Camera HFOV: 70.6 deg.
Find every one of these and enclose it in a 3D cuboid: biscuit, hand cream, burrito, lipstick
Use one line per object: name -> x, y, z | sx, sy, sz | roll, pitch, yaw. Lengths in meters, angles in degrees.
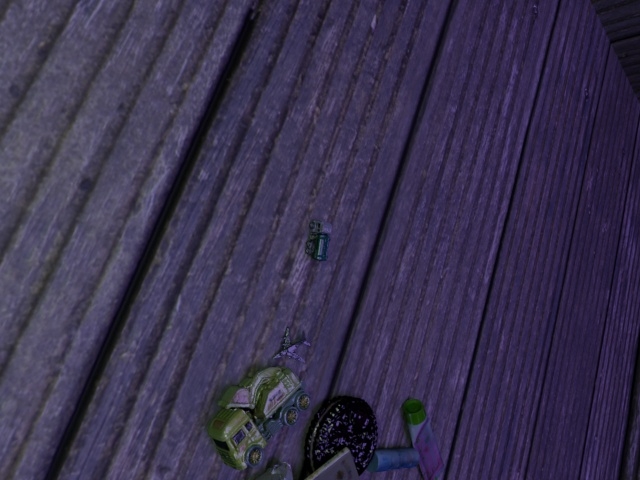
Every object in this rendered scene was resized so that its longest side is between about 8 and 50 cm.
biscuit -> 0.047, 0.428, 0.967 | 0.194, 0.053, 0.195 | 0, 90, -41
hand cream -> 0.272, 0.527, 1.170 | 0.079, 0.050, 0.275 | -24, 114, -11
burrito -> -0.132, 0.475, 0.815 | 0.203, 0.064, 0.064 | -24, 106, -35
lipstick -> 0.172, 0.520, 1.077 | 0.158, 0.048, 0.048 | 19, 79, -39

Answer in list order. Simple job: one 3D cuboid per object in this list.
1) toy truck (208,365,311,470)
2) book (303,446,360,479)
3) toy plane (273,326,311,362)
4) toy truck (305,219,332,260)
toy truck -> -0.112, 0.298, 0.810 | 0.191, 0.085, 0.116 | -39, 105, -36
book -> -0.033, 0.572, 0.886 | 0.295, 0.020, 0.208 | -27, 112, -26
toy plane -> -0.057, 0.211, 0.893 | 0.084, 0.024, 0.078 | -26, 89, -37
toy truck -> 0.000, 0.000, 0.923 | 0.039, 0.044, 0.083 | 13, 83, -42
